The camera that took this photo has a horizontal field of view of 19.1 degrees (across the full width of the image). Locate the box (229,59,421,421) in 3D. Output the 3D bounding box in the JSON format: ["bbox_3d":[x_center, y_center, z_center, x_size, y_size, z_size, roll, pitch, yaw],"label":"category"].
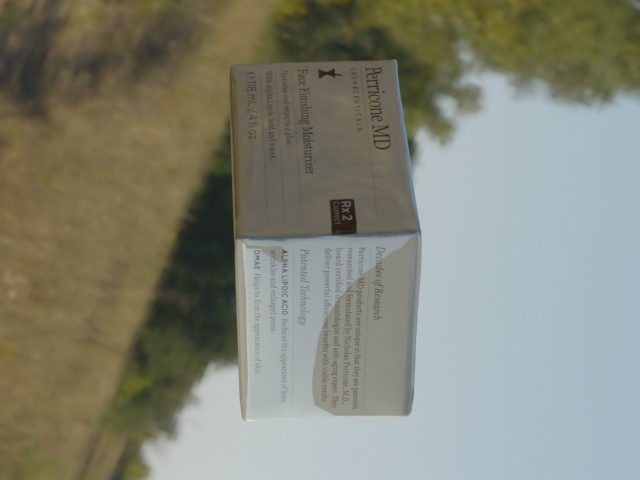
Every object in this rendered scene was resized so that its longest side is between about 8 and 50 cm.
[{"bbox_3d":[0.000,0.000,1.293,0.181,0.119,0.182,-95,-176,-47],"label":"box"}]
